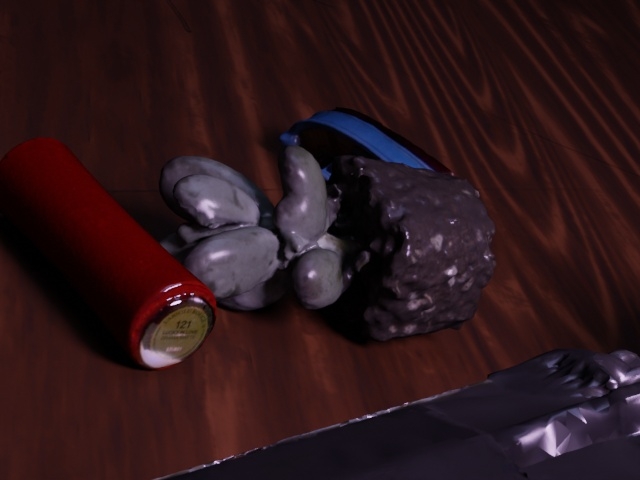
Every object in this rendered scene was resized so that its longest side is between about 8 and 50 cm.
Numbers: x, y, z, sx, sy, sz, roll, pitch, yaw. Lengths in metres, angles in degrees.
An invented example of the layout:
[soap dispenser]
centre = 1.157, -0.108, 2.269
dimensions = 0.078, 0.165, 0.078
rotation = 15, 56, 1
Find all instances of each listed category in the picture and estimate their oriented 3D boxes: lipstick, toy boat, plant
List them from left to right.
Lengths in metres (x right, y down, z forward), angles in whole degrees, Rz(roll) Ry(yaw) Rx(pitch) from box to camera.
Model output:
[lipstick]
centre = -0.171, 0.006, 1.272
dimensions = 0.080, 0.080, 0.241
rotation = -1, 32, -41
[plant]
centre = 0.002, 0.001, 1.339
dimensions = 0.274, 0.149, 0.146
rotation = 7, 26, -23
[toy boat]
centre = 0.038, -0.060, 1.589
dimensions = 0.097, 0.100, 0.223
rotation = -37, 46, -21

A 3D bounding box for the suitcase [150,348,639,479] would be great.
[suitcase]
centre = 0.025, 0.202, 0.735
dimensions = 0.434, 0.194, 0.283
rotation = -13, 24, -21
